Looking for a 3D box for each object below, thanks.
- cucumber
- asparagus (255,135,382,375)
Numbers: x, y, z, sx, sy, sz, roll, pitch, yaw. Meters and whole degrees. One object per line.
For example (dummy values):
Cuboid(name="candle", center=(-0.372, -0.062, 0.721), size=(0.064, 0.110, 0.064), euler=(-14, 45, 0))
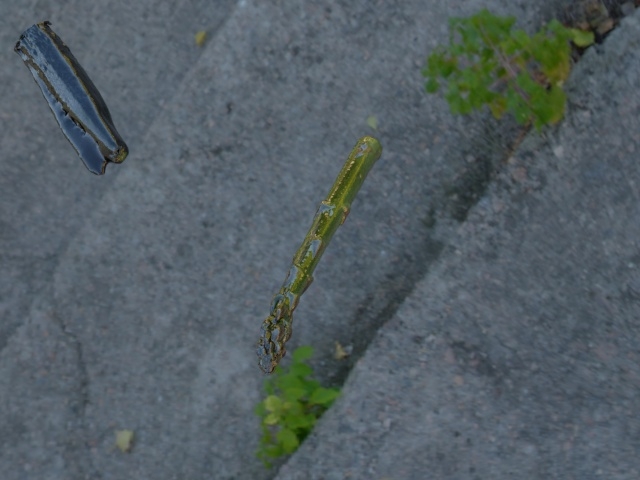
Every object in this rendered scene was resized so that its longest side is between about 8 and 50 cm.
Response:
Cuboid(name="cucumber", center=(-0.162, -0.094, 0.620), size=(0.033, 0.034, 0.135), euler=(-42, 68, 17))
Cuboid(name="asparagus", center=(0.000, 0.000, 0.648), size=(0.024, 0.248, 0.025), euler=(30, 133, -3))
